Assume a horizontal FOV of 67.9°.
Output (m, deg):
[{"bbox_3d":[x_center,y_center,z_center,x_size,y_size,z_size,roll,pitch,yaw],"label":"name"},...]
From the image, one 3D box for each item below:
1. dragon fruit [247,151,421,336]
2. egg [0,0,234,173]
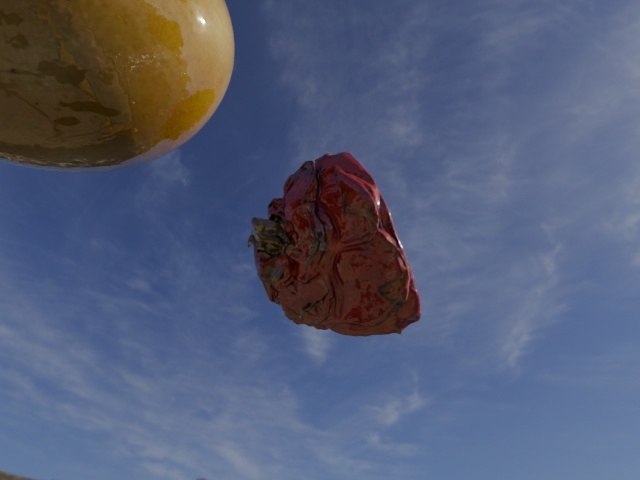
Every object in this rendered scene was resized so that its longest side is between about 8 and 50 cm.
[{"bbox_3d":[0.000,0.000,0.687,0.205,0.316,0.152,-23,-23,-9],"label":"dragon fruit"},{"bbox_3d":[-0.263,-0.209,0.481,0.351,0.282,0.282,-12,-30,-32],"label":"egg"}]
